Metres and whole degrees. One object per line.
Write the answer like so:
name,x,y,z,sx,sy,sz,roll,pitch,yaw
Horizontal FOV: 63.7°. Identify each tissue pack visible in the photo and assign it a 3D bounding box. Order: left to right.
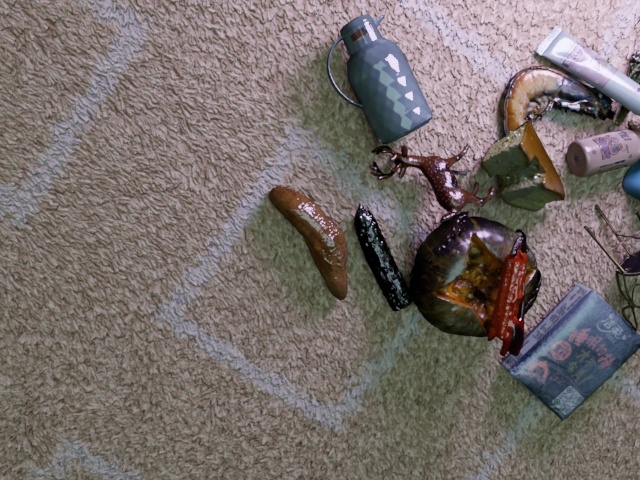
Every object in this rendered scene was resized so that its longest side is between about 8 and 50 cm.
tissue pack,0.680,0.304,1.390,0.228,0.103,0.315,42,96,-12

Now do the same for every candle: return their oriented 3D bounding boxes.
candle,0.436,0.122,1.166,0.084,0.059,0.301,0,103,-18

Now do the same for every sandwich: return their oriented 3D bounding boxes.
sandwich,0.512,-0.155,1.270,0.235,0.122,0.128,51,48,-16

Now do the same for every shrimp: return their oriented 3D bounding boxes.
shrimp,0.590,-0.308,1.294,0.290,0.054,0.222,13,98,-4

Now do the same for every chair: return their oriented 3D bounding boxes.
chair,0.818,0.050,1.312,0.160,0.170,0.325,-39,98,-42

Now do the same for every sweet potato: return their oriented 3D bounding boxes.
sweet potato,0.002,-0.003,1.290,0.114,0.092,0.341,-28,102,26

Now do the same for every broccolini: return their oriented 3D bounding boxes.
broccolini,0.775,-0.380,1.274,0.058,0.074,0.201,30,86,-27

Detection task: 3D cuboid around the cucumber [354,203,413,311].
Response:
cucumber,0.152,0.045,1.321,0.072,0.072,0.300,-27,100,1

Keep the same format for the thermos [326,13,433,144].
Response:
thermos,0.127,-0.371,1.204,0.182,0.145,0.286,-30,99,-1

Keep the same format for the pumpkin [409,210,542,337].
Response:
pumpkin,0.376,0.093,1.282,0.321,0.192,0.320,-1,99,-6

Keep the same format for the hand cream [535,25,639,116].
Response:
hand cream,0.684,-0.398,1.256,0.331,0.058,0.085,39,90,11

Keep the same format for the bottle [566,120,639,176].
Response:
bottle,0.743,-0.234,1.302,0.209,0.097,0.110,-14,78,-3

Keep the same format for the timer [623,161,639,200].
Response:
timer,0.955,-0.173,1.353,0.250,0.091,0.232,28,96,-21

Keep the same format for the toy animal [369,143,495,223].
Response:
toy animal,0.272,-0.159,1.246,0.260,0.243,0.087,-15,145,-24
